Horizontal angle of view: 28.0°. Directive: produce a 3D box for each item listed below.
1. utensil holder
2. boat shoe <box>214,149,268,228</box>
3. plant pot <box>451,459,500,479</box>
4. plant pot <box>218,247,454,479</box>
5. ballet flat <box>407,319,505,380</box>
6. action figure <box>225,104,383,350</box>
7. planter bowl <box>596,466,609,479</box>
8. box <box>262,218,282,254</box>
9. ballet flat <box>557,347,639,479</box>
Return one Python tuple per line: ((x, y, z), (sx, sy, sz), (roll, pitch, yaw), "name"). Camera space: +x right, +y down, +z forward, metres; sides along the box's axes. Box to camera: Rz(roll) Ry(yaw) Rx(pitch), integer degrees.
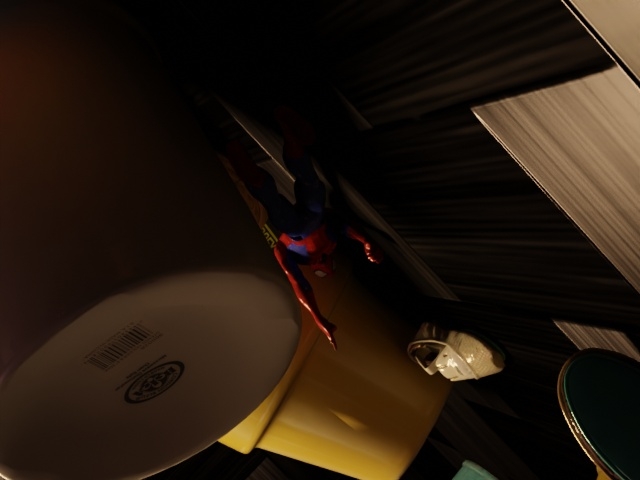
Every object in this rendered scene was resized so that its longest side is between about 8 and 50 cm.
((-0.233, -0.005, 1.211), (0.385, 0.327, 0.327), (56, 179, 33), "utensil holder")
((-0.190, -0.087, 1.511), (0.285, 0.105, 0.089), (26, -170, -23), "boat shoe")
((0.242, 0.528, 1.991), (0.271, 0.255, 0.272), (43, 171, 8), "plant pot")
((0.011, 0.150, 1.436), (0.239, 0.254, 0.254), (30, 171, 0), "plant pot")
((0.133, 0.118, 1.281), (0.057, 0.052, 0.168), (47, 170, -12), "ballet flat")
((0.000, 0.000, 1.207), (0.139, 0.091, 0.280), (53, 174, 22), "action figure")
((0.287, 0.245, 1.053), (0.217, 0.090, 0.217), (43, 170, 9), "planter bowl")
((-0.107, 0.097, 1.683), (0.270, 0.216, 0.060), (53, 167, -29), "box")
((0.258, 0.162, 0.872), (0.232, 0.080, 0.073), (42, -174, 24), "ballet flat")
